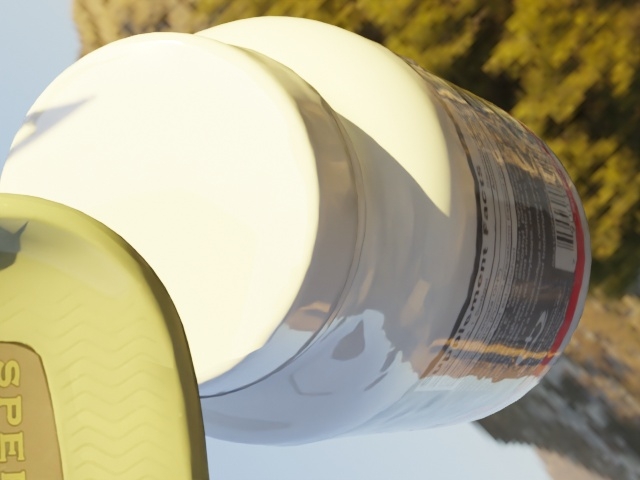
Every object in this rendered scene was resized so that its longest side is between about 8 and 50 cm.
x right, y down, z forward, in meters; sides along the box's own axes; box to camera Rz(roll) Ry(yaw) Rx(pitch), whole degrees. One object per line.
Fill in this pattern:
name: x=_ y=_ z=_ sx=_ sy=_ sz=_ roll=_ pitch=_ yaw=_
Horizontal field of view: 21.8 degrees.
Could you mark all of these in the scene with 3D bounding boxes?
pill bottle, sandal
pill bottle: x=0.000 y=0.000 z=0.729 sx=0.176 sy=0.176 sz=0.318 roll=47 pitch=-167 yaw=19
sandal: x=-0.054 y=0.131 z=0.321 sx=0.086 sy=0.120 sz=0.303 roll=-35 pitch=63 yaw=61
